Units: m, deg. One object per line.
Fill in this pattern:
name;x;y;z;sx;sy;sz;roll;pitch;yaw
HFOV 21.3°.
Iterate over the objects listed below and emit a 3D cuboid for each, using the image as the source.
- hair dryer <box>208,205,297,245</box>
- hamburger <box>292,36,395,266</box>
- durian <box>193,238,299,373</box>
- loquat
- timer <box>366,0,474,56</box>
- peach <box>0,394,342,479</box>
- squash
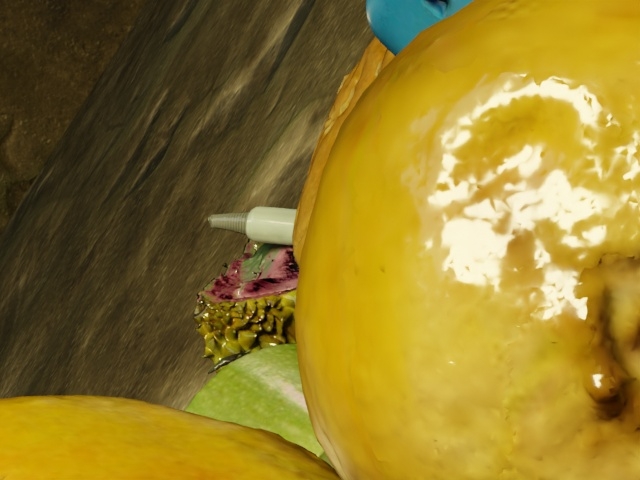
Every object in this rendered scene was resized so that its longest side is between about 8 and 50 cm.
hair dryer;-0.003;0.005;1.206;0.155;0.183;0.044;-82;-16;-49
hamburger;0.078;-0.028;1.004;0.209;0.162;0.330;-42;30;44
durian;-0.012;0.056;1.263;0.108;0.119;0.187;-14;16;18
loquat;0.115;0.012;0.687;0.276;0.276;0.284;-56;14;14
timer;0.153;-0.231;0.805;0.340;0.115;0.309;-45;-8;-19
peach;-0.102;0.220;0.781;0.372;0.372;0.290;-162;79;-73
squash;-0.001;0.146;0.969;0.123;0.170;0.170;9;70;59
